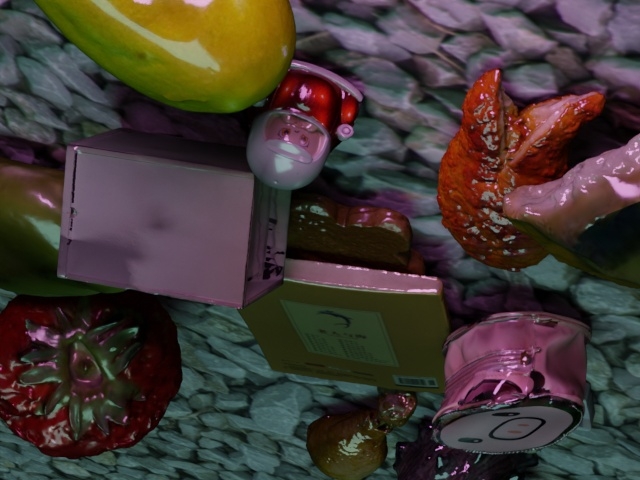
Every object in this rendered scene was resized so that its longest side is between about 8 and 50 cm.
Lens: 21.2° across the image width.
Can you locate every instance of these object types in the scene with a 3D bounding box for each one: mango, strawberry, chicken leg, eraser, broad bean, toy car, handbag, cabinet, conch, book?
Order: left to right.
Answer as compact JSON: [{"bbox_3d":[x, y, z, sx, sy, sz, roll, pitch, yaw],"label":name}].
[{"bbox_3d":[-0.334,-0.011,2.034,0.291,0.119,0.238,10,153,16],"label":"broad bean"},{"bbox_3d":[-0.308,0.152,2.227,0.257,0.257,0.277,23,-174,-11],"label":"strawberry"},{"bbox_3d":[-0.148,-0.215,1.505,0.273,0.149,0.185,27,159,-7],"label":"mango"},{"bbox_3d":[-0.148,-0.027,1.806,0.206,0.145,0.150,9,-168,15],"label":"cabinet"},{"bbox_3d":[-0.029,-0.102,1.687,0.112,0.112,0.139,20,153,-7],"label":"toy car"},{"bbox_3d":[0.033,0.108,2.081,0.269,0.032,0.389,7,159,11],"label":"book"},{"bbox_3d":[0.062,0.263,2.368,0.107,0.087,0.251,14,149,-19],"label":"chicken leg"},{"bbox_3d":[0.207,0.364,2.385,0.241,0.186,0.313,-4,138,-16],"label":"conch"},{"bbox_3d":[0.223,0.167,1.996,0.179,0.116,0.205,7,156,-18],"label":"handbag"},{"bbox_3d":[0.312,0.206,2.169,0.065,0.026,0.105,10,153,20],"label":"eraser"}]

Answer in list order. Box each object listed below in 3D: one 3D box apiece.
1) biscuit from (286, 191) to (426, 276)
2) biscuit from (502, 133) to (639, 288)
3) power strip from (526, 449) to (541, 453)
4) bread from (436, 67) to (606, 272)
[{"bbox_3d":[0.000,0.000,1.938,0.208,0.041,0.290,30,152,-32],"label":"biscuit"},{"bbox_3d":[0.358,-0.038,1.565,0.329,0.078,0.335,12,145,-22],"label":"biscuit"},{"bbox_3d":[0.249,0.226,2.220,0.030,0.047,0.191,2,149,37],"label":"power strip"},{"bbox_3d":[0.185,-0.060,1.663,0.139,0.095,0.269,8,149,2],"label":"bread"}]
